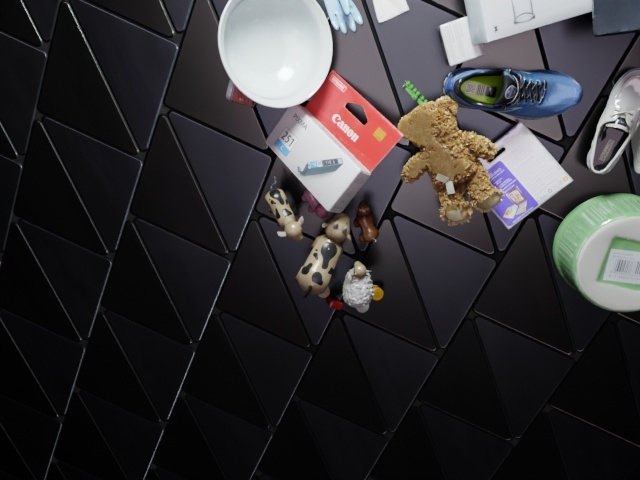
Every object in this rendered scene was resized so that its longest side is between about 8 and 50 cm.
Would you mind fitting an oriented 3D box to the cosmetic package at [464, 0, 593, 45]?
[{"bbox_3d":[0.502,-0.632,1.218,0.377,0.097,0.284,-18,108,-3],"label":"cosmetic package"}]

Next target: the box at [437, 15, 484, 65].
[{"bbox_3d":[0.343,-0.490,1.338,0.087,0.101,0.102,-16,106,13],"label":"box"}]

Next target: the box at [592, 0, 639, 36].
[{"bbox_3d":[0.810,-0.684,1.044,0.480,0.297,0.471,-13,109,-3],"label":"box"}]

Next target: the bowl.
[{"bbox_3d":[-0.128,-0.484,1.368,0.298,0.134,0.297,-7,106,-24],"label":"bowl"}]

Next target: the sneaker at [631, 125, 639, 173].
[{"bbox_3d":[0.834,-0.239,1.380,0.070,0.051,0.134,-7,98,-8],"label":"sneaker"}]

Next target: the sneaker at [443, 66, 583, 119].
[{"bbox_3d":[0.473,-0.358,1.340,0.330,0.147,0.129,4,109,7],"label":"sneaker"}]

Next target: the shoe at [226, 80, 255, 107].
[{"bbox_3d":[-0.192,-0.448,1.460,0.081,0.063,0.178,20,116,0],"label":"shoe"}]

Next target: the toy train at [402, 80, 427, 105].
[{"bbox_3d":[0.248,-0.385,1.435,0.083,0.017,0.024,44,120,-7],"label":"toy train"}]

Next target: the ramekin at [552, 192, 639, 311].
[{"bbox_3d":[0.784,0.039,1.427,0.303,0.148,0.303,3,109,8],"label":"ramekin"}]

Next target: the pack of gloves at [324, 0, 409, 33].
[{"bbox_3d":[0.090,-0.648,1.354,0.195,0.046,0.232,-18,105,15],"label":"pack of gloves"}]

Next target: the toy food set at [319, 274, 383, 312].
[{"bbox_3d":[0.061,0.140,1.621,0.232,0.104,0.111,15,98,-15],"label":"toy food set"}]

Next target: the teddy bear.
[{"bbox_3d":[0.338,-0.203,1.423,0.338,0.113,0.245,46,125,2],"label":"teddy bear"}]

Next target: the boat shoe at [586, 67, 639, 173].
[{"bbox_3d":[0.734,-0.290,1.346,0.096,0.088,0.267,28,114,17],"label":"boat shoe"}]

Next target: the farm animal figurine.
[{"bbox_3d":[0.000,0.000,1.462,0.330,0.172,0.326,9,81,-4],"label":"farm animal figurine"}]

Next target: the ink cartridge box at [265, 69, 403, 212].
[{"bbox_3d":[0.025,-0.263,1.411,0.296,0.066,0.261,49,112,25],"label":"ink cartridge box"}]

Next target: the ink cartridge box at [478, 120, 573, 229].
[{"bbox_3d":[0.515,-0.172,1.448,0.206,0.045,0.208,-41,93,18],"label":"ink cartridge box"}]
